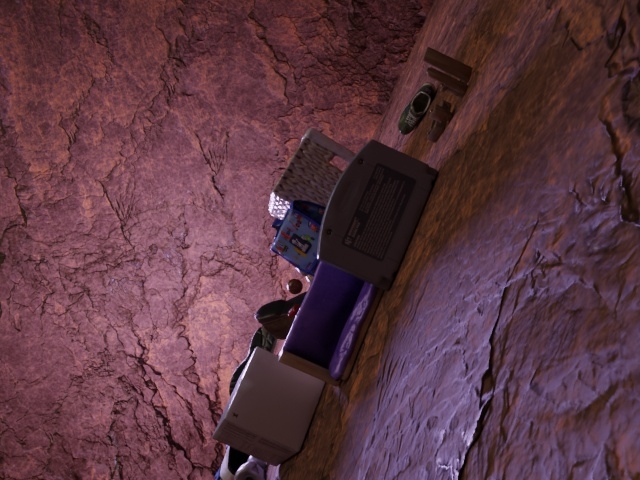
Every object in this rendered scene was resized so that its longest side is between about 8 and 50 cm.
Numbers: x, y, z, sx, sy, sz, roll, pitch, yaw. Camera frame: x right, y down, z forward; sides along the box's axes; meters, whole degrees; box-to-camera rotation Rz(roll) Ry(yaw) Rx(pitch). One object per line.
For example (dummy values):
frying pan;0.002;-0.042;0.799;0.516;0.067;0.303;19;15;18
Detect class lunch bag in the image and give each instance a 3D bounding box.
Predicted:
lunch bag;0.000;0.000;1.790;0.221;0.293;0.138;119;175;-52

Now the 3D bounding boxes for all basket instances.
basket;0.021;-0.160;2.122;0.266;0.328;0.331;-60;2;-13

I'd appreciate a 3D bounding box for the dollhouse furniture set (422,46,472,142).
dollhouse furniture set;0.278;-0.364;1.552;0.151;0.123;0.144;119;175;-51

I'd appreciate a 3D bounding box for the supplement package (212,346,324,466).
supplement package;-0.138;0.437;1.604;0.262;0.198;0.199;120;174;-59

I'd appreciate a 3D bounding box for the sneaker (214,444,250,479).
sneaker;-0.295;0.782;2.338;0.182;0.128;0.315;-58;14;34

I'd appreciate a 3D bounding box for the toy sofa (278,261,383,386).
toy sofa;0.042;0.137;1.419;0.177;0.150;0.362;125;169;-78

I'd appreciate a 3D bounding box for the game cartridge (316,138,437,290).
game cartridge;0.113;-0.062;1.349;0.294;0.196;0.060;-65;4;-11

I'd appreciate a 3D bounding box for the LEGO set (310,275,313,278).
LEGO set;0.022;0.121;2.031;0.093;0.087;0.227;-28;5;2

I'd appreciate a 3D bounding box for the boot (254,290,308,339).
boot;-0.054;0.239;1.960;0.305;0.115;0.112;-15;28;31

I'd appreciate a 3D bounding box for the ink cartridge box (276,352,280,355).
ink cartridge box;-0.153;0.514;2.171;0.217;0.092;0.158;-64;2;-9

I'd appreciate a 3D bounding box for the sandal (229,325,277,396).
sandal;-0.223;0.452;2.239;0.302;0.120;0.086;-64;-28;-25

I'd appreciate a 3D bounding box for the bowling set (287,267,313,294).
bowling set;-0.064;0.070;2.127;0.200;0.154;0.287;-38;-34;-6

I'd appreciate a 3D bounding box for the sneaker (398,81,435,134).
sneaker;0.305;-0.420;2.012;0.192;0.064;0.086;-59;1;32

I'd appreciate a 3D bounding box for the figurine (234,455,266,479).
figurine;-0.227;0.738;1.846;0.209;0.092;0.214;98;-162;-88

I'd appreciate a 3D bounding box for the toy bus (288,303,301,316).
toy bus;0.033;0.179;1.611;0.191;0.104;0.202;-36;-19;9

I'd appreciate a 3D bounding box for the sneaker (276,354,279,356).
sneaker;-0.059;0.337;1.666;0.228;0.132;0.086;119;175;-52
